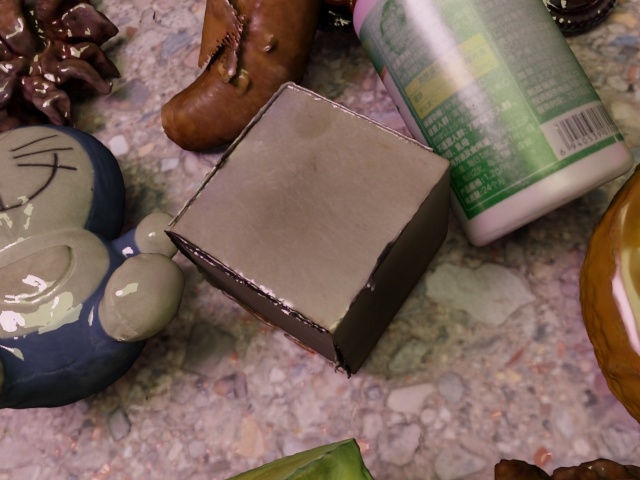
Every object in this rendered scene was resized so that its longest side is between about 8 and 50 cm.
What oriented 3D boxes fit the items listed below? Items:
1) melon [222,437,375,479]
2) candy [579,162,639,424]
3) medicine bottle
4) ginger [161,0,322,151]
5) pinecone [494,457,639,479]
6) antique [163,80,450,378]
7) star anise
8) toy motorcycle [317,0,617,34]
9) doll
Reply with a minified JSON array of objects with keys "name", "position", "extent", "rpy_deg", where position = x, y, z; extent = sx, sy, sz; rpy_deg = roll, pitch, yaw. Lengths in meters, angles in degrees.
[{"name":"melon","position":[-0.108,0.242,0.398],"extent":[0.323,0.124,0.196],"rpy_deg":[-23,50,35]},{"name":"candy","position":[0.309,0.038,0.423],"extent":[0.259,0.118,0.260],"rpy_deg":[-4,68,11]},{"name":"medicine bottle","position":[0.112,-0.143,0.488],"extent":[0.133,0.133,0.274],"rpy_deg":[-26,84,-1]},{"name":"ginger","position":[-0.057,-0.207,0.537],"extent":[0.107,0.309,0.133],"rpy_deg":[36,46,24]},{"name":"pinecone","position":[0.147,0.233,0.310],"extent":[0.243,0.243,0.257],"rpy_deg":[44,102,24]},{"name":"antique","position":[0.000,0.000,0.480],"extent":[0.146,0.148,0.152],"rpy_deg":[31,75,20]},{"name":"star anise","position":[-0.315,-0.193,0.654],"extent":[0.214,0.099,0.220],"rpy_deg":[-24,64,-10]},{"name":"toy motorcycle","position":[0.118,-0.307,0.600],"extent":[0.325,0.148,0.222],"rpy_deg":[1,89,5]},{"name":"doll","position":[-0.232,0.009,0.518],"extent":[0.228,0.154,0.259],"rpy_deg":[-26,66,-10]}]
